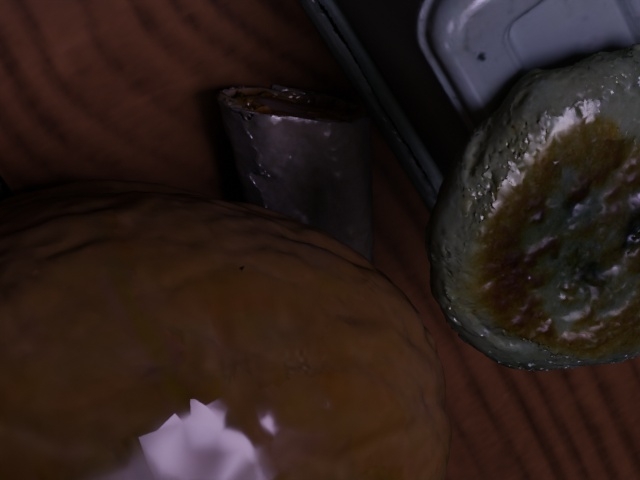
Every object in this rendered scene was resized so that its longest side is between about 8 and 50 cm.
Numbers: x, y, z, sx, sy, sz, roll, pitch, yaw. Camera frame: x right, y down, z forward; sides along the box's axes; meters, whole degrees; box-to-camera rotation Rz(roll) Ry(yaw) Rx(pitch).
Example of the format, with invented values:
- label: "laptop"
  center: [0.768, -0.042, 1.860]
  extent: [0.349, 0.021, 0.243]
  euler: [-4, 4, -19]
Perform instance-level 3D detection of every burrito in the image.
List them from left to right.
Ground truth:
- label: "burrito"
  center: [0.000, 0.000, 1.032]
  extent: [0.087, 0.060, 0.226]
  euler: [-17, 125, -10]

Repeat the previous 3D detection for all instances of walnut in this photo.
- label: "walnut"
  center: [-0.089, 0.110, 0.915]
  extent: [0.332, 0.333, 0.333]
  euler: [-12, 124, -19]

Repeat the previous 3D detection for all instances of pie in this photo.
- label: "pie"
  center: [0.139, -0.011, 0.873]
  extent: [0.186, 0.041, 0.187]
  euler: [-11, 123, -17]

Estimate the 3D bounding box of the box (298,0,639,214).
- label: "box"
  center: [0.122, -0.092, 0.956]
  extent: [0.175, 0.182, 0.312]
  euler: [-35, 128, 0]
